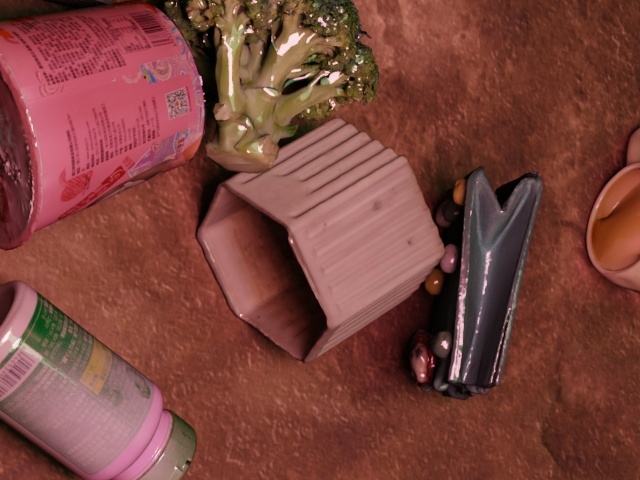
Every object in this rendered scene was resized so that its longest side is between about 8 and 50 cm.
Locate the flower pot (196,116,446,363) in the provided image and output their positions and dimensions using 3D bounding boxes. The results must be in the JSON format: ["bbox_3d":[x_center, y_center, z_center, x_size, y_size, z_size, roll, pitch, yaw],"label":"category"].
[{"bbox_3d":[0.000,0.000,1.927,0.189,0.239,0.209,-33,136,-29],"label":"flower pot"}]

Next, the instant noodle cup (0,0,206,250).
[{"bbox_3d":[-0.269,-0.139,1.762,0.231,0.243,0.243,-22,101,-37],"label":"instant noodle cup"}]

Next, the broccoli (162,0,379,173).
[{"bbox_3d":[-0.058,-0.202,1.858,0.270,0.270,0.270,24,64,-29],"label":"broccoli"}]

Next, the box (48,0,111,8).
[{"bbox_3d":[-0.277,-0.374,1.846,0.120,0.069,0.224,11,82,-31],"label":"box"}]

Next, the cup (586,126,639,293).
[{"bbox_3d":[0.475,-0.021,2.270,0.202,0.255,0.173,22,120,-28],"label":"cup"}]

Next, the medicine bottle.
[{"bbox_3d":[-0.263,0.172,1.809,0.274,0.133,0.133,42,69,-23],"label":"medicine bottle"}]

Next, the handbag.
[{"bbox_3d":[0.171,0.050,2.005,0.100,0.269,0.274,14,84,-4],"label":"handbag"}]
